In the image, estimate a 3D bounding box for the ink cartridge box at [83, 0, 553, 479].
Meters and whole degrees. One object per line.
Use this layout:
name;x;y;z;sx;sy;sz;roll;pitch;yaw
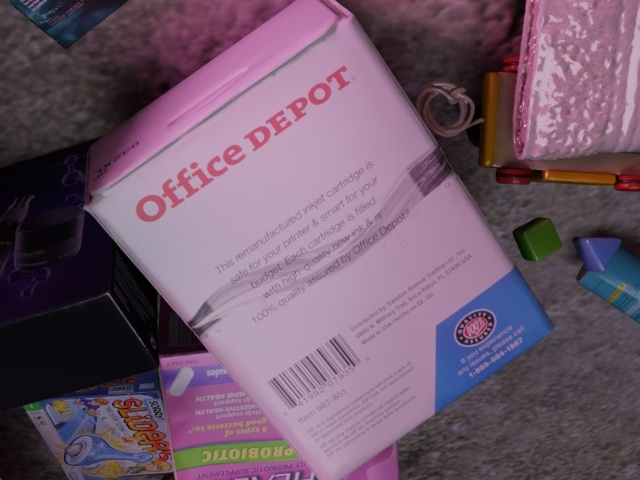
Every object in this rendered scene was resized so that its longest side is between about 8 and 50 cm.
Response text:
ink cartridge box;0.000;0.000;0.811;0.223;0.129;0.307;-35;115;3

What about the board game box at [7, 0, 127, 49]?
board game box;-0.154;-0.225;0.715;0.186;0.026;0.126;-31;132;21

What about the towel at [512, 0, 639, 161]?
towel;0.241;-0.190;0.741;0.187;0.049;0.282;-1;113;-7

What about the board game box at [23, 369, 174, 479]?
board game box;-0.218;0.193;1.097;0.136;0.035;0.201;-5;145;1

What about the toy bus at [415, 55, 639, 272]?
toy bus;0.190;-0.090;0.859;0.191;0.104;0.202;-42;98;-7

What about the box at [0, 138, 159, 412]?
box;-0.270;0.040;0.853;0.261;0.184;0.103;-16;133;6

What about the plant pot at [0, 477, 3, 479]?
plant pot;-0.397;0.409;1.092;0.341;0.341;0.334;-10;156;0

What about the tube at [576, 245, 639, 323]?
tube;0.350;0.075;1.020;0.207;0.052;0.080;33;147;4

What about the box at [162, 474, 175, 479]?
box;-0.058;0.429;1.212;0.279;0.290;0.177;18;129;-26

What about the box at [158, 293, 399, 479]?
box;-0.038;0.170;1.024;0.213;0.117;0.243;-6;118;-4
